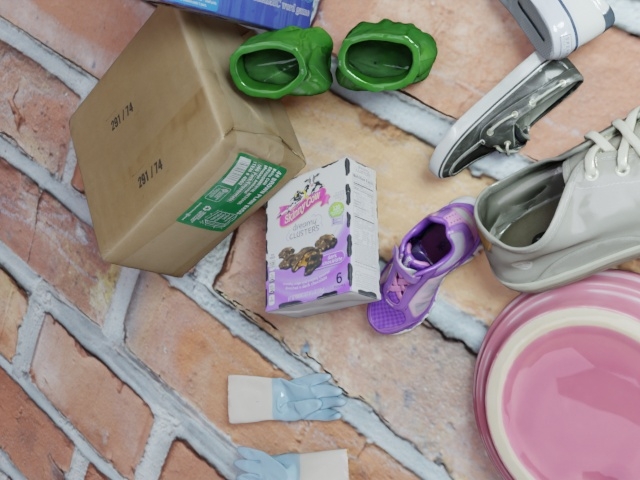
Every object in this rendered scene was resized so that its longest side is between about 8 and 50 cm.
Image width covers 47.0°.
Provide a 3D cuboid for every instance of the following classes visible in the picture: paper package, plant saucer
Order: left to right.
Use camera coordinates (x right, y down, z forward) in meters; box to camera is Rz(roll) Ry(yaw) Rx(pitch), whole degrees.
[{"bbox_3d":[-0.220,-0.152,1.141,0.325,0.168,0.310,-39,59,31],"label":"paper package"},{"bbox_3d":[0.328,0.199,0.870,0.332,0.084,0.332,0,90,35],"label":"plant saucer"}]

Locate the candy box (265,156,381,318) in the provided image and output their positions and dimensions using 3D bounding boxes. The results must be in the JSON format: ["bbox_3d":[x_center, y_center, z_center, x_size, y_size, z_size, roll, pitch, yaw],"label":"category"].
[{"bbox_3d":[0.000,0.000,1.056,0.164,0.070,0.196,-18,65,39],"label":"candy box"}]

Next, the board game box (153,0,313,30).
[{"bbox_3d":[-0.102,-0.453,0.974,0.065,0.318,0.318,17,105,31],"label":"board game box"}]

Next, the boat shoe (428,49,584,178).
[{"bbox_3d":[0.228,-0.144,0.923,0.219,0.077,0.070,-45,69,27],"label":"boat shoe"}]

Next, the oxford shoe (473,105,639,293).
[{"bbox_3d":[0.351,-0.079,0.785,0.449,0.130,0.169,-30,34,34],"label":"oxford shoe"}]

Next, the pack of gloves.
[{"bbox_3d":[-0.046,0.313,1.190,0.232,0.046,0.195,-8,79,32],"label":"pack of gloves"}]

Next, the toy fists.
[{"bbox_3d":[0.019,-0.245,1.001,0.279,0.142,0.096,-1,118,16],"label":"toy fists"}]

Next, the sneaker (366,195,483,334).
[{"bbox_3d":[0.128,0.038,0.994,0.095,0.104,0.236,47,119,20],"label":"sneaker"}]

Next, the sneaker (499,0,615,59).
[{"bbox_3d":[0.259,-0.329,0.887,0.091,0.094,0.258,-21,69,-3],"label":"sneaker"}]
